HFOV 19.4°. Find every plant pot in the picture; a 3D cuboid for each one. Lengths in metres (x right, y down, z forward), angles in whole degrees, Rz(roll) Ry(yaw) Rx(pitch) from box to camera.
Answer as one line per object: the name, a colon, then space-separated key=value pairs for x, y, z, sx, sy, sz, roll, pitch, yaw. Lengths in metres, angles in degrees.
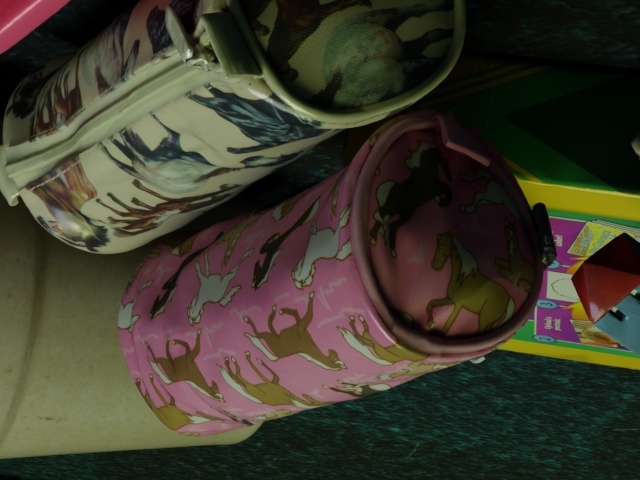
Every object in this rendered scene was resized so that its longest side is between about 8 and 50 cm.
plant pot: x=-0.200 y=0.056 z=1.603 sx=0.305 sy=0.334 sz=0.334 roll=8 pitch=163 yaw=-26

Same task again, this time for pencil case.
pencil case: x=-0.007 y=0.033 z=1.301 sx=0.167 sy=0.160 sz=0.386 roll=-26 pitch=180 yaw=-33
pencil case: x=-0.084 y=-0.105 z=1.269 sx=0.183 sy=0.160 sz=0.410 roll=-7 pitch=171 yaw=-32

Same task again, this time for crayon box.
crayon box: x=0.189 y=-0.013 z=1.466 sx=0.313 sy=0.106 sz=0.363 roll=9 pitch=158 yaw=9

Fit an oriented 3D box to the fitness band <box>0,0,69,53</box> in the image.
fitness band: x=-0.233 y=-0.168 z=1.155 sx=0.291 sy=0.054 sz=0.209 roll=-31 pitch=164 yaw=33

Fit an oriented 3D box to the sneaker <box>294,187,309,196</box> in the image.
sneaker: x=0.000 y=0.000 z=1.671 sx=0.083 sy=0.071 sz=0.190 roll=13 pitch=169 yaw=-25

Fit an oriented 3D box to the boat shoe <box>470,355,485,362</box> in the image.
boat shoe: x=0.077 y=0.047 z=1.398 sx=0.079 sy=0.095 sz=0.254 roll=24 pitch=158 yaw=-21

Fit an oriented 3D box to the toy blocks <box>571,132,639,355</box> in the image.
toy blocks: x=0.310 y=-0.014 z=1.158 sx=0.261 sy=0.191 sz=0.381 roll=32 pitch=114 yaw=-31
